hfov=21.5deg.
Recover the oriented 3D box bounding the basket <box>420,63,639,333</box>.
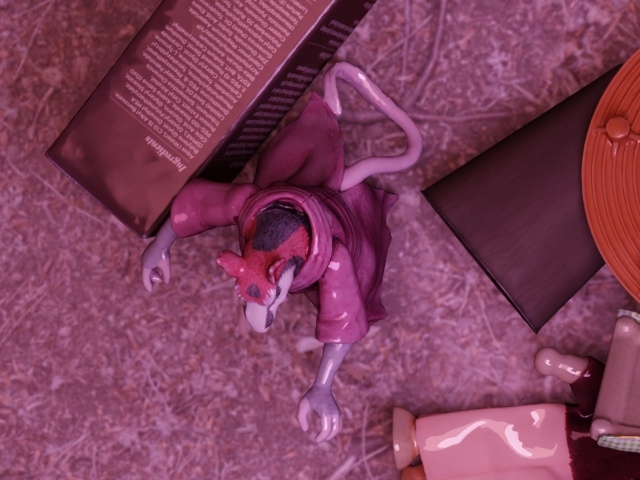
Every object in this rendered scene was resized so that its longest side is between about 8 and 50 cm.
[{"bbox_3d":[0.238,-0.049,1.609,0.227,0.204,0.154,-38,126,3],"label":"basket"}]

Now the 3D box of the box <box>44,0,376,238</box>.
[{"bbox_3d":[-0.080,-0.188,1.639,0.143,0.191,0.381,38,98,5],"label":"box"}]

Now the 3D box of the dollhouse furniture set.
[{"bbox_3d":[0.364,0.135,1.522,0.198,0.301,0.151,7,131,17],"label":"dollhouse furniture set"}]

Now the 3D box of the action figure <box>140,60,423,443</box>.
[{"bbox_3d":[0.000,0.000,1.545,0.248,0.370,0.275,39,98,5],"label":"action figure"}]

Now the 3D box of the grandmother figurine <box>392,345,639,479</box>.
[{"bbox_3d":[0.246,0.196,1.662,0.342,0.104,0.207,-6,120,7],"label":"grandmother figurine"}]

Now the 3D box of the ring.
[{"bbox_3d":[0.395,-0.067,1.475,0.337,0.032,0.336,-4,73,15],"label":"ring"}]
